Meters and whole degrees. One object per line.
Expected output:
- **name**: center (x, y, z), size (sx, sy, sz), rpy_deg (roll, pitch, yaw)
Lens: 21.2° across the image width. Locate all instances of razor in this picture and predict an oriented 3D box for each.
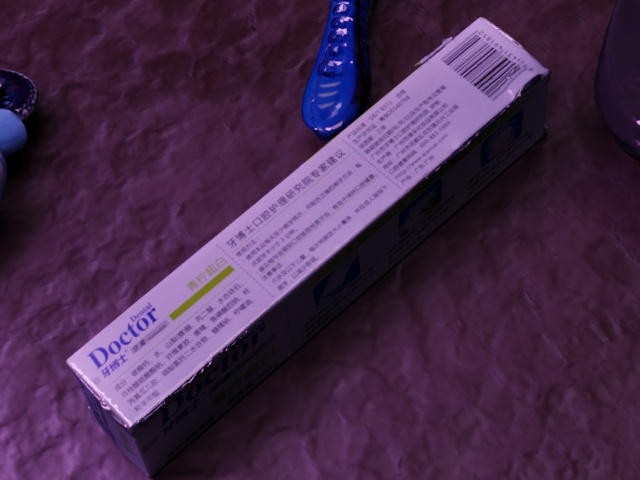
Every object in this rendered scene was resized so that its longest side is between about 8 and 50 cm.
- **razor**: center (0.027, -0.202, 1.152), size (0.093, 0.056, 0.324), rpy_deg (-4, 63, 20)

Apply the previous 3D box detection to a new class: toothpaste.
- **toothpaste**: center (0.000, 0.000, 1.024), size (0.336, 0.081, 0.067), rpy_deg (-40, 65, -16)

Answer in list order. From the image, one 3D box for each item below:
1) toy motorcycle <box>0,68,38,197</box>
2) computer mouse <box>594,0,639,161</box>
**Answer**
- **toy motorcycle**: center (-0.310, -0.040, 1.060), size (0.272, 0.123, 0.182), rpy_deg (-9, 39, -3)
- **computer mouse**: center (0.251, -0.128, 1.072), size (0.138, 0.086, 0.269), rpy_deg (11, 53, 17)
